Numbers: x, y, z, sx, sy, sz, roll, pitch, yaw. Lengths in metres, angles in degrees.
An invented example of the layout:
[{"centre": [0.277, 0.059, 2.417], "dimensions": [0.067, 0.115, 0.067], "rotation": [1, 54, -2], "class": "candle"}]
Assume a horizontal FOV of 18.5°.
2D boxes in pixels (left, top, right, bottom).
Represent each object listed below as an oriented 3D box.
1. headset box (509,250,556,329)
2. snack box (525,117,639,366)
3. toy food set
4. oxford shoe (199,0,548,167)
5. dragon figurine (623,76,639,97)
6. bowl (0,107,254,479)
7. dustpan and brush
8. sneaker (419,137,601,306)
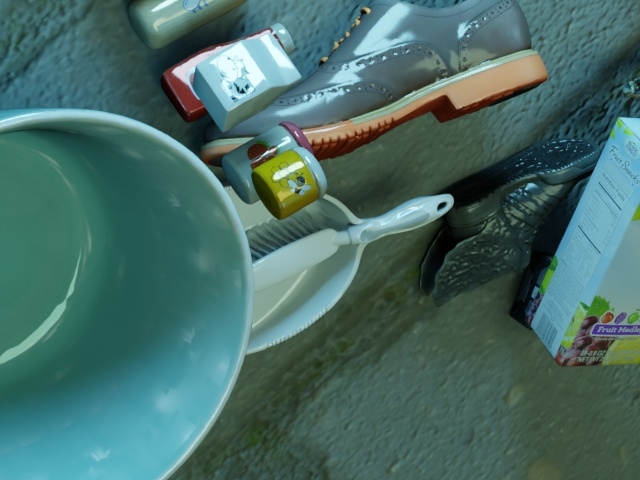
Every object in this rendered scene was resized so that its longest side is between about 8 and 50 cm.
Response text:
[{"centre": [0.210, 0.047, 1.662], "dimensions": [0.083, 0.032, 0.062], "rotation": [8, 108, -34], "class": "headset box"}, {"centre": [0.285, 0.004, 1.594], "dimensions": [0.174, 0.070, 0.207], "rotation": [-1, 126, -30], "class": "snack box"}, {"centre": [-0.048, -0.127, 1.354], "dimensions": [0.104, 0.232, 0.111], "rotation": [-31, 167, -16], "class": "toy food set"}, {"centre": [0.030, -0.121, 1.459], "dimensions": [0.271, 0.097, 0.098], "rotation": [-18, 88, -17], "class": "oxford shoe"}, {"centre": [0.353, -0.177, 1.611], "dimensions": [0.289, 0.085, 0.144], "rotation": [-1, 112, -31], "class": "dragon figurine"}, {"centre": [-0.216, 0.035, 1.320], "dimensions": [0.311, 0.163, 0.311], "rotation": [-13, 118, -25], "class": "bowl"}, {"centre": [0.000, 0.000, 1.496], "dimensions": [0.211, 0.060, 0.147], "rotation": [-24, 122, -19], "class": "dustpan and brush"}, {"centre": [0.155, -0.015, 1.592], "dimensions": [0.170, 0.051, 0.089], "rotation": [-23, 122, -15], "class": "sneaker"}]
